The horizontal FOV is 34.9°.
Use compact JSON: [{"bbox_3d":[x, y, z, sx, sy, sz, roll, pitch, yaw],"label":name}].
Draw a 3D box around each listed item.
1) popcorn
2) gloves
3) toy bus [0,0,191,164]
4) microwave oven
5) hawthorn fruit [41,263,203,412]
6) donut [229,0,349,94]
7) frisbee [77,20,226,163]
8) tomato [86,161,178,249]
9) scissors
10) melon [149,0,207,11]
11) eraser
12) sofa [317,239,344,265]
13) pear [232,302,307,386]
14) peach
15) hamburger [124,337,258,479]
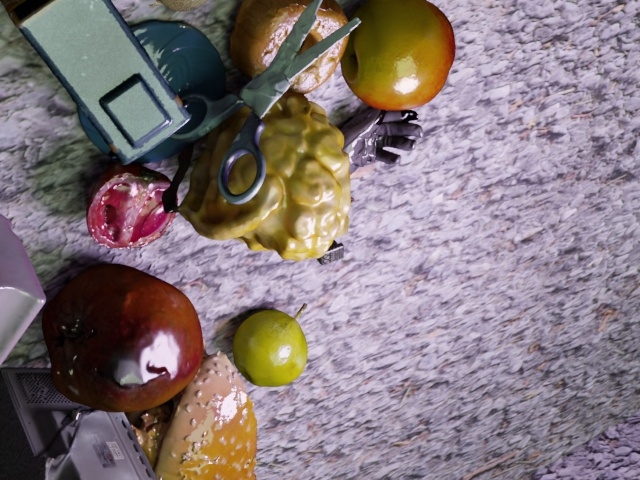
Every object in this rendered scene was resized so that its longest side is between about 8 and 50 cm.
[{"bbox_3d":[-0.114,-0.108,1.909,0.382,0.349,0.348,-11,130,-18],"label":"popcorn"},{"bbox_3d":[0.078,-0.195,2.126,0.286,0.119,0.142,-24,144,4],"label":"gloves"},{"bbox_3d":[-0.362,-0.295,1.657,0.162,0.194,0.323,-36,125,-5],"label":"toy bus"},{"bbox_3d":[-0.519,0.502,2.044,0.236,0.432,0.374,7,119,-38],"label":"microwave oven"},{"bbox_3d":[-0.381,0.203,2.005,0.308,0.308,0.324,-40,138,0],"label":"hawthorn fruit"},{"bbox_3d":[-0.056,-0.374,1.886,0.227,0.114,0.226,-20,135,-21],"label":"donut"},{"bbox_3d":[-0.299,-0.259,1.857,0.290,0.049,0.289,-19,133,-22],"label":"frisbee"},{"bbox_3d":[-0.369,-0.075,1.921,0.189,0.099,0.173,10,120,-42],"label":"tomato"},{"bbox_3d":[-0.089,-0.263,1.764,0.383,0.256,0.029,-45,153,8],"label":"scissors"},{"bbox_3d":[-0.222,-0.459,1.684,0.139,0.139,0.192,27,107,-44],"label":"melon"},{"bbox_3d":[-0.650,0.152,1.786,0.122,0.272,0.359,24,107,-44],"label":"eraser"},{"bbox_3d":[0.000,0.000,2.223,0.060,0.118,0.039,-17,133,-22],"label":"sofa"},{"bbox_3d":[-0.099,0.232,2.329,0.216,0.166,0.180,-49,127,-23],"label":"pear"},{"bbox_3d":[0.148,-0.364,1.969,0.231,0.231,0.230,-19,133,-22],"label":"peach"},{"bbox_3d":[-0.307,0.447,2.230,0.287,0.268,0.445,-29,139,-33],"label":"hamburger"}]
